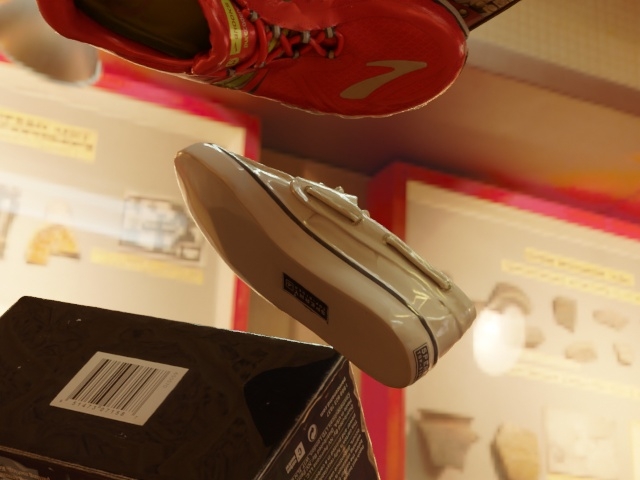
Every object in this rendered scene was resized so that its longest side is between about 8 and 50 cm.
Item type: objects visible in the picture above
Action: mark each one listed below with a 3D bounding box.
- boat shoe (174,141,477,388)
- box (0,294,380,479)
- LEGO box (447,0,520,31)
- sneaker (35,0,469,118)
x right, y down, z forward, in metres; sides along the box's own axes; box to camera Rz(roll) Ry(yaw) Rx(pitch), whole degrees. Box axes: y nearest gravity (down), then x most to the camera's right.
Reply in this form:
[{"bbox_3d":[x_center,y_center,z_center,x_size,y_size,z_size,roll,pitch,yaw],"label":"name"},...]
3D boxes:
[{"bbox_3d":[0.000,0.000,0.898,0.267,0.088,0.096,35,-36,32],"label":"boat shoe"},{"bbox_3d":[-0.131,0.238,1.031,0.343,0.179,0.312,7,-52,28],"label":"box"},{"bbox_3d":[0.036,-0.445,0.837,0.372,0.500,0.193,32,-40,-31],"label":"LEGO box"},{"bbox_3d":[-0.044,-0.126,0.745,0.279,0.107,0.118,10,21,-3],"label":"sneaker"}]
